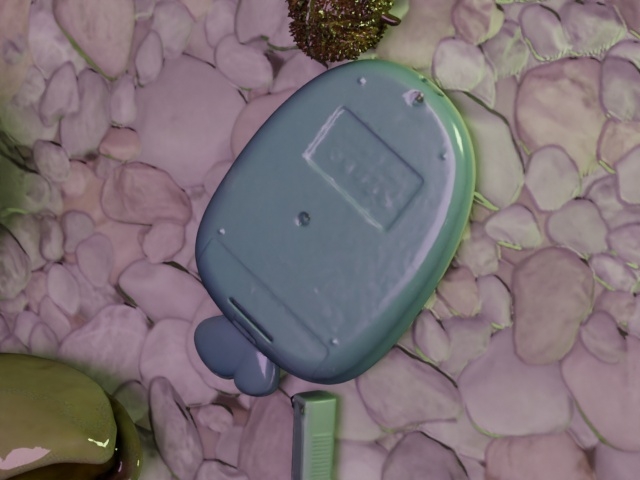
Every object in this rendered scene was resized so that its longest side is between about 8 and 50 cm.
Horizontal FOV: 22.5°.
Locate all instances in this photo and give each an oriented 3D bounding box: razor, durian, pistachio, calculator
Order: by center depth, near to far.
[{"bbox_3d":[0.017,-0.166,1.168,0.091,0.080,0.080,21,108,22],"label":"durian"},{"bbox_3d":[0.000,0.000,1.224,0.188,0.042,0.302,42,113,16],"label":"calculator"},{"bbox_3d":[-0.014,0.256,1.275,0.111,0.056,0.278,25,108,62],"label":"razor"},{"bbox_3d":[-0.260,0.167,1.348,0.238,0.138,0.153,10,69,27],"label":"pistachio"}]
